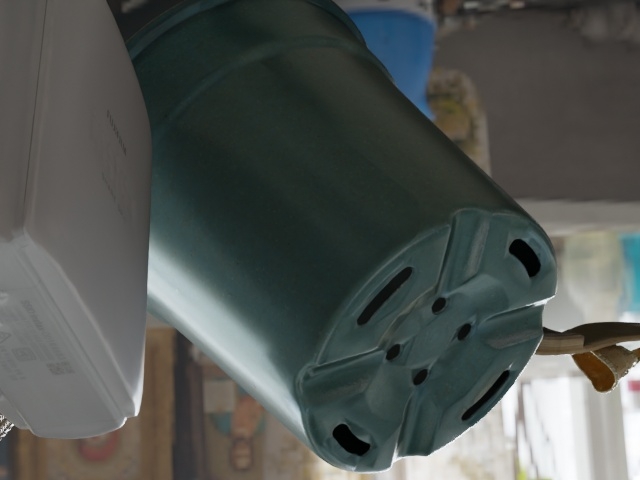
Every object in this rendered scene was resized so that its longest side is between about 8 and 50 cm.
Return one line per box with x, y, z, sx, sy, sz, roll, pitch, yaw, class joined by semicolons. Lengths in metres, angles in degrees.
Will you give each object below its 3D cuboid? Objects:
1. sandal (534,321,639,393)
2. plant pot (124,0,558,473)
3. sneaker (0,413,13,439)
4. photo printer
0.325;0.143;1.662;0.240;0.079;0.088;0;-174;-37;sandal
0.000;0.000;1.192;0.341;0.341;0.334;6;-153;-42;plant pot
-0.420;0.139;1.712;0.282;0.153;0.099;-52;160;8;sneaker
-0.191;-0.054;0.960;0.107;0.307;0.256;-8;144;7;photo printer
